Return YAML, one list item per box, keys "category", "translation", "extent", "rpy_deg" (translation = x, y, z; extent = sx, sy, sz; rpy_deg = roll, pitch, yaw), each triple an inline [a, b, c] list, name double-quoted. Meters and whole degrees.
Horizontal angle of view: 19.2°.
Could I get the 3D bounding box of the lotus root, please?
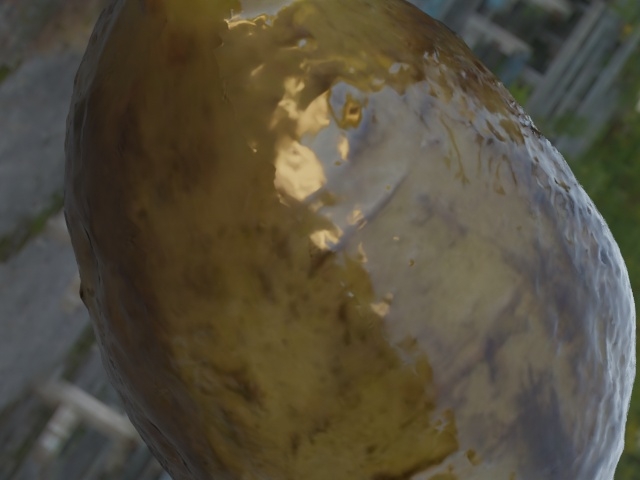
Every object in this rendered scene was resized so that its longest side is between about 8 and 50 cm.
- category: "lotus root"
  translation: [0.000, 0.000, 0.461]
  extent: [0.138, 0.214, 0.138]
  rpy_deg: [-19, -146, 13]
